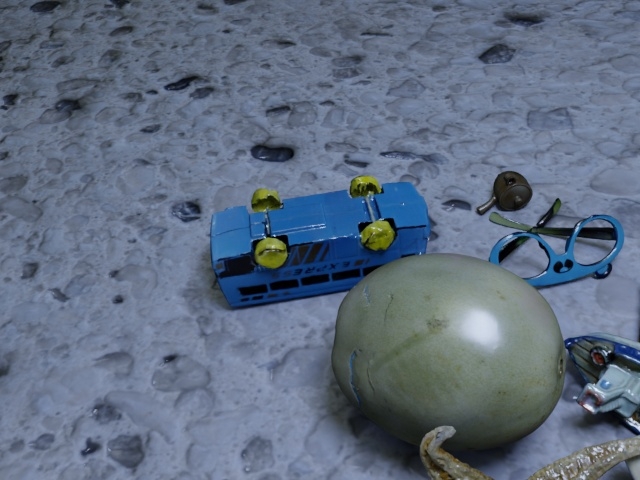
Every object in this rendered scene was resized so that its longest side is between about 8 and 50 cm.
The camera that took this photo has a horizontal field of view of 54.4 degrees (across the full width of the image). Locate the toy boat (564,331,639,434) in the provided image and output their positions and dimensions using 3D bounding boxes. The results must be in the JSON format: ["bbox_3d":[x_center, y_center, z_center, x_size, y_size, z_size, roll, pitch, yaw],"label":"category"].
[{"bbox_3d":[0.444,0.224,0.850,0.262,0.114,0.115,32,46,24],"label":"toy boat"}]

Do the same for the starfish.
[{"bbox_3d":[0.239,0.348,0.711,0.327,0.094,0.375,35,69,15],"label":"starfish"}]

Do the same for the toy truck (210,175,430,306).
[{"bbox_3d":[0.000,0.000,1.121,0.385,0.162,0.161,-10,44,-2],"label":"toy truck"}]

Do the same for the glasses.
[{"bbox_3d":[0.394,-0.020,1.116,0.239,0.102,0.207,-14,45,-4],"label":"glasses"}]

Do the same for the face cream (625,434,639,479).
[{"bbox_3d":[0.554,0.260,0.717,0.348,0.081,0.173,-27,68,18],"label":"face cream"}]

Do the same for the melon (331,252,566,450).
[{"bbox_3d":[0.167,0.150,0.872,0.330,0.268,0.268,1,43,34],"label":"melon"}]

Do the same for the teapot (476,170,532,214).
[{"bbox_3d":[0.353,-0.095,1.221,0.110,0.085,0.080,-25,40,13],"label":"teapot"}]
